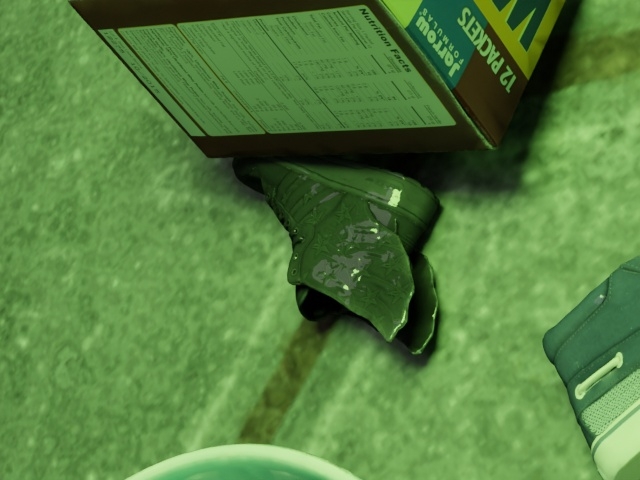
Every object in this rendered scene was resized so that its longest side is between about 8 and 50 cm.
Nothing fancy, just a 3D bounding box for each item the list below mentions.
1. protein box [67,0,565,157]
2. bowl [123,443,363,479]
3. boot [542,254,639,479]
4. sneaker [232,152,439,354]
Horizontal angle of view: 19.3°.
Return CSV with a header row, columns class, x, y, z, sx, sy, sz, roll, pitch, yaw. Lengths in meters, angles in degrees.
class,x,y,z,sx,sy,sz,roll,pitch,yaw
protein box,0.016,-0.162,0.982,0.201,0.136,0.200,1,54,42
bowl,-0.008,0.260,0.815,0.311,0.163,0.312,-20,57,34
boot,0.181,0.025,0.826,0.190,0.069,0.086,-40,54,21
sneaker,0.001,0.001,1.010,0.170,0.051,0.089,15,76,41
